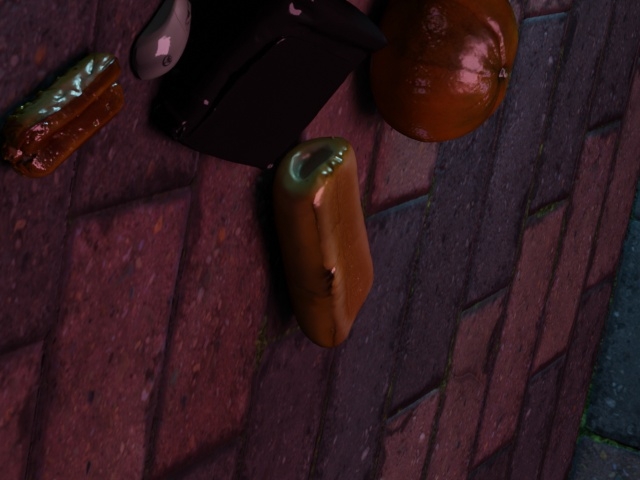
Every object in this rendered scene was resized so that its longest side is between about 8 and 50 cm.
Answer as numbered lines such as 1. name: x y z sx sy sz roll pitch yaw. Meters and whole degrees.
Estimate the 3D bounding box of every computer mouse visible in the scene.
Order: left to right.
1. computer mouse: -0.151 -0.208 1.800 0.110 0.032 0.056 -61 156 -25

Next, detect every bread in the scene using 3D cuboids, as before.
1. bread: 0.000 0.000 2.220 0.305 0.091 0.142 80 27 -48

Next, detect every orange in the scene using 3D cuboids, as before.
1. orange: 0.166 -0.244 2.323 0.240 0.171 0.240 -46 144 -48

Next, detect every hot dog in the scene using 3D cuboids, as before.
1. hot dog: -0.238 -0.115 1.651 0.165 0.045 0.071 -48 149 -45

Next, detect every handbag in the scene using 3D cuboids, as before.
1. handbag: -0.057 -0.184 1.916 0.223 0.080 0.247 -45 159 13

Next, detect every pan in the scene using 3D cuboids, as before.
1. pan: -0.056 -0.295 1.948 0.115 0.040 0.212 30 79 -72
